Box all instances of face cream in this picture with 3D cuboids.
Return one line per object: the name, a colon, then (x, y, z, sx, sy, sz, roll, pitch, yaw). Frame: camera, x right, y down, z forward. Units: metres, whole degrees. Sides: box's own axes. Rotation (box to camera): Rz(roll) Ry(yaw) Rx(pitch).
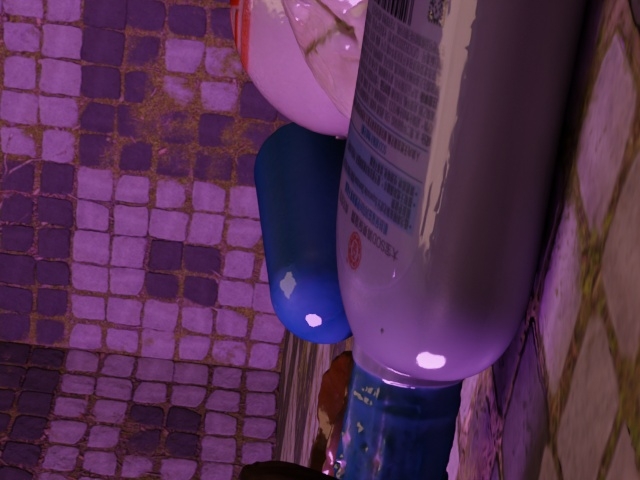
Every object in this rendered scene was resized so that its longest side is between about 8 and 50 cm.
face cream: (0.058, -0.020, 0.764, 0.163, 0.080, 0.337, -130, 44, -63)

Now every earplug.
earplug: (0.000, 0.000, 1.553, 0.273, 0.132, 0.132, -95, 11, -55)

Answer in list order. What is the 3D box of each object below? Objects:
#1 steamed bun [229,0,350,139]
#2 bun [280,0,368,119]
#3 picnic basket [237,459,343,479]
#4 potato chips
steamed bun: (0.000, -0.243, 1.504, 0.283, 0.177, 0.283, -174, 90, -87)
bun: (0.031, -0.209, 1.254, 0.229, 0.145, 0.229, -171, 90, -84)
picnic basket: (-0.075, 0.251, 0.623, 0.293, 0.337, 0.337, -115, 32, -84)
potato chips: (0.019, 0.178, 1.439, 0.202, 0.049, 0.150, 101, 178, -73)
